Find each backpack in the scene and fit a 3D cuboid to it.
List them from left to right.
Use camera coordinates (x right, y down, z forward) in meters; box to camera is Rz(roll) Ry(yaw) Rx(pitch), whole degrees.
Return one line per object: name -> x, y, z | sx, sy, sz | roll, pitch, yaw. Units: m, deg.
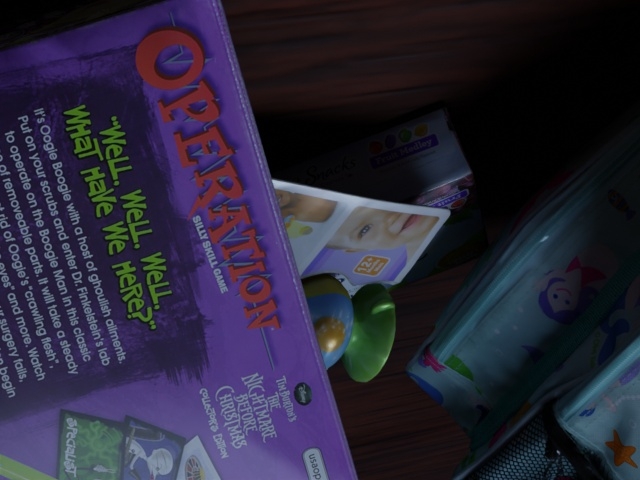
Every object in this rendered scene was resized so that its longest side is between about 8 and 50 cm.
backpack -> 0.174, 0.032, 0.704 | 0.225, 0.191, 0.253 | -39, 176, -32

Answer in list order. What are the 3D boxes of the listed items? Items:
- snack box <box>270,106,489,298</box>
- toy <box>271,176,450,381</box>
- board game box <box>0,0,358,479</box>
snack box -> 0.000, 0.000, 0.722 | 0.141, 0.037, 0.100 | -21, 159, 3
toy -> -0.074, 0.028, 0.628 | 0.237, 0.056, 0.137 | 7, 136, -32
board game box -> -0.088, 0.102, 0.563 | 0.208, 0.347, 0.056 | -16, -159, -2
